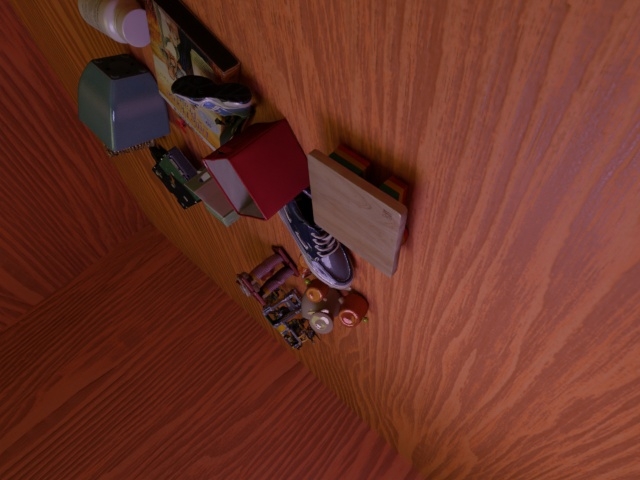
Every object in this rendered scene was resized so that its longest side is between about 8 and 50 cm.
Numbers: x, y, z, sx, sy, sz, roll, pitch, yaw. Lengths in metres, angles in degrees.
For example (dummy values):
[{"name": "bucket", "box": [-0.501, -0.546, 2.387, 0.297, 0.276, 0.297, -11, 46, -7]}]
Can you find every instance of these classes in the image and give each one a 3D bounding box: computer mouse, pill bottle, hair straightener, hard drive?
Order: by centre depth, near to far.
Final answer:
[{"name": "hair straightener", "box": [-0.250, -0.323, 1.214, 0.230, 0.089, 0.047, -23, 70, 60]}, {"name": "pill bottle", "box": [-0.588, -0.653, 1.259, 0.229, 0.131, 0.131, 36, 155, 26]}, {"name": "hard drive", "box": [-0.603, -0.260, 1.864, 0.237, 0.064, 0.339, 54, 155, -15]}, {"name": "computer mouse", "box": [-0.757, -0.389, 2.085, 0.272, 0.072, 0.188, 53, 162, 20]}]

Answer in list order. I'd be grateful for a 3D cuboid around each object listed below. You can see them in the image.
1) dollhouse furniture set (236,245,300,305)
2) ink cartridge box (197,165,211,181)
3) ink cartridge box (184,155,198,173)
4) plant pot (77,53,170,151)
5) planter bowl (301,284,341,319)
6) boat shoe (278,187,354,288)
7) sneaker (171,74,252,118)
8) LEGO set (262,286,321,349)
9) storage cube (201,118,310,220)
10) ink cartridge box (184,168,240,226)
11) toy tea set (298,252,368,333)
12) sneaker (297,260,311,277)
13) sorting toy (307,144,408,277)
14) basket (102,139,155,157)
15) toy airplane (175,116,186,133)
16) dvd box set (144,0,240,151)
[{"name": "dollhouse furniture set", "box": [-0.261, 0.137, 1.878, 0.152, 0.201, 0.374, 54, 163, -15]}, {"name": "ink cartridge box", "box": [-0.391, -0.206, 1.716, 0.109, 0.062, 0.209, 14, 140, 54]}, {"name": "ink cartridge box", "box": [-0.596, -0.301, 1.938, 0.099, 0.056, 0.135, 48, 157, -2]}, {"name": "plant pot", "box": [-0.727, -0.527, 1.587, 0.248, 0.247, 0.252, 40, 140, 18]}, {"name": "planter bowl", "box": [0.002, 0.211, 1.587, 0.162, 0.162, 0.109, 12, 112, 55]}, {"name": "boat shoe", "box": [0.000, 0.000, 1.252, 0.340, 0.127, 0.158, 52, 165, -7]}, {"name": "sneaker", "box": [-0.274, -0.353, 1.087, 0.211, 0.080, 0.081, 16, 156, 5]}, {"name": "LEGO set", "box": [-0.120, 0.331, 2.024, 0.331, 0.192, 0.255, 55, -174, -10]}, {"name": "storage cube", "box": [-0.162, -0.189, 1.160, 0.183, 0.193, 0.215, 13, 140, 54]}, {"name": "ink cartridge box", "box": [-0.347, -0.173, 1.547, 0.235, 0.171, 0.056, 37, 155, 26]}, {"name": "toy tea set", "box": [0.043, 0.151, 1.455, 0.200, 0.124, 0.336, -5, 111, 21]}, {"name": "sneaker", "box": [-0.056, 0.092, 1.596, 0.067, 0.064, 0.175, 55, 156, 9]}, {"name": "sorting toy", "box": [0.099, -0.075, 1.007, 0.257, 0.089, 0.255, 37, 155, 25]}, {"name": "basket", "box": [-0.866, -0.552, 1.915, 0.213, 0.223, 0.299, -105, -2, -62]}, {"name": "toy airplane", "box": [-0.504, -0.445, 1.577, 0.151, 0.028, 0.151, 40, 155, 23]}, {"name": "dvd box set", "box": [-0.369, -0.466, 1.255, 0.307, 0.062, 0.420, 47, 157, 3]}]
